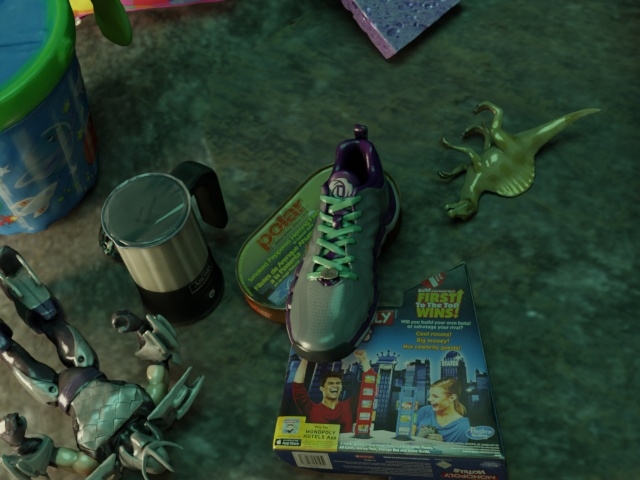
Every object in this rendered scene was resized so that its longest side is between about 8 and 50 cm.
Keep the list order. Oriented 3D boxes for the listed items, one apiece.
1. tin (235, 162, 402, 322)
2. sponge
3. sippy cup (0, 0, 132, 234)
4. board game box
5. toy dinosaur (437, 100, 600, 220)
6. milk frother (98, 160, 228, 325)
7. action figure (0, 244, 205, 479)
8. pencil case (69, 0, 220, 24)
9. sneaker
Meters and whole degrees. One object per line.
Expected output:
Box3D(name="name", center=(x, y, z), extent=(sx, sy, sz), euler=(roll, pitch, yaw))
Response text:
Box3D(name="tin", center=(0.000, 0.000, 1.153), extent=(0.106, 0.040, 0.189), euler=(34, 67, 25))
Box3D(name="sponge", center=(0.052, -0.313, 1.296), extent=(0.117, 0.031, 0.210), euler=(-40, 94, -18))
Box3D(name="sippy cup", center=(-0.328, -0.129, 1.187), extent=(0.305, 0.224, 0.240), euler=(-15, 54, -1))
Box3D(name="board game box", center=(0.072, 0.112, 1.044), extent=(0.194, 0.060, 0.194), euler=(1, 53, 14))
Box3D(name="toy dinosaur", center=(0.181, -0.089, 1.184), extent=(0.183, 0.053, 0.092), euler=(-39, 73, -8))
Box3D(name="milk frother", center=(-0.168, -0.010, 1.130), extent=(0.143, 0.135, 0.129), euler=(6, 56, 14))
Box3D(name="action figure", center=(-0.229, 0.122, 1.074), extent=(0.285, 0.099, 0.185), euler=(37, 63, 27))
Box3D(name="pencil case", center=(-0.210, -0.309, 1.376), extent=(0.236, 0.104, 0.104), euler=(-8, 54, 7))
Box3D(name="sneaker", center=(0.011, 0.000, 1.049), extent=(0.083, 0.098, 0.223), euler=(-1, 45, 17))
